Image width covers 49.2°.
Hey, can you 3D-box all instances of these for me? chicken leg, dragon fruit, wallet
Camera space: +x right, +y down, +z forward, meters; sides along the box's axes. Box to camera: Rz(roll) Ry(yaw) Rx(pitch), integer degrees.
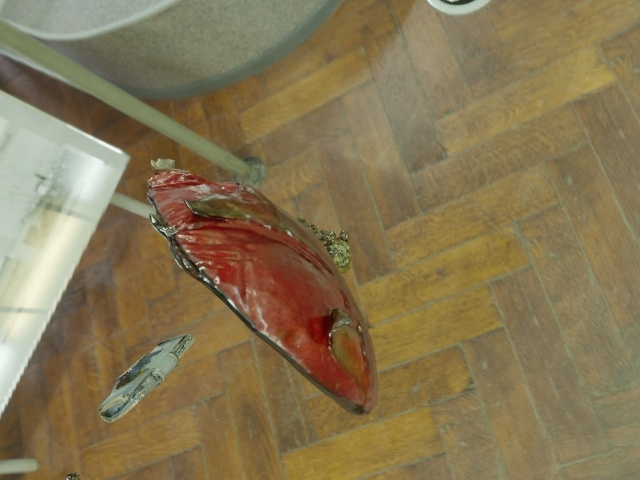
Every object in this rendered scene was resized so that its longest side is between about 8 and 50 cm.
[{"bbox_3d":[0.000,0.000,1.272,0.093,0.070,0.178,-50,38,3],"label":"chicken leg"},{"bbox_3d":[-0.050,0.030,0.732,0.100,0.282,0.343,-44,73,8],"label":"dragon fruit"},{"bbox_3d":[-0.390,0.296,1.563,0.170,0.231,0.069,-31,105,41],"label":"wallet"}]

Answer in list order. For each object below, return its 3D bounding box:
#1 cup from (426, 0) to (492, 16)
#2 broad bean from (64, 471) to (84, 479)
[{"bbox_3d":[0.077,-0.292,0.507,0.202,0.221,0.167,-27,36,19],"label":"cup"},{"bbox_3d":[-0.404,0.387,0.809,0.292,0.049,0.144,-18,62,-13],"label":"broad bean"}]
